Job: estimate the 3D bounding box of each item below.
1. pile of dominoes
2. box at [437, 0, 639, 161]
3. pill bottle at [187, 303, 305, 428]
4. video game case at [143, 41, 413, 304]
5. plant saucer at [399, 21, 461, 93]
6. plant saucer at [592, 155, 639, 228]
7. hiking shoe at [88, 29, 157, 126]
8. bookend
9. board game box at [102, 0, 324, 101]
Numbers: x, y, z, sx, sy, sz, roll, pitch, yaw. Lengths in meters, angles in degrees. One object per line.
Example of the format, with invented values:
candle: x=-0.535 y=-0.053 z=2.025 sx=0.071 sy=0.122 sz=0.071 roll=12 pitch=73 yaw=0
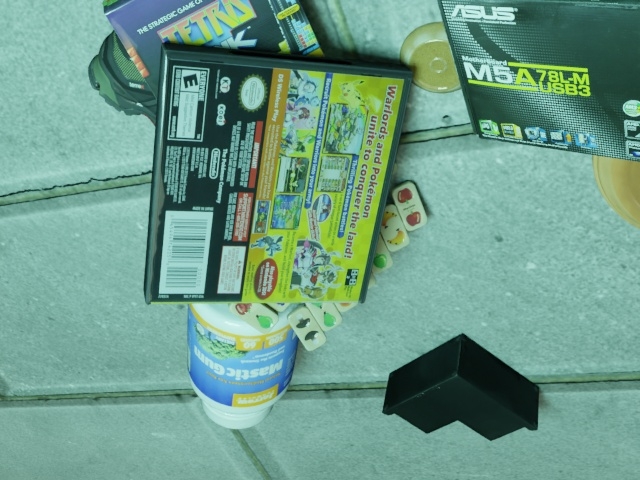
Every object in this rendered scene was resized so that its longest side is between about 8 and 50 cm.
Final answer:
pile of dominoes: x=0.000 y=0.000 z=0.937 sx=0.196 sy=0.040 sz=0.251 roll=37 pitch=100 yaw=-22
box: x=0.216 y=-0.157 z=0.746 sx=0.191 sy=0.045 sz=0.184 roll=14 pitch=152 yaw=32
pill bottle: x=-0.107 y=0.142 z=1.122 sx=0.152 sy=0.152 sz=0.272 roll=13 pitch=135 yaw=4
video game case: x=-0.049 y=-0.057 z=0.849 sx=0.248 sy=0.035 sz=0.275 roll=1 pitch=117 yaw=-18
plant saucer: x=0.121 y=-0.181 z=0.830 sx=0.083 sy=0.015 sz=0.083 roll=8 pitch=135 yaw=9
plant saucer: x=0.375 y=-0.075 z=0.819 sx=0.200 sy=0.037 sz=0.200 roll=13 pitch=130 yaw=16
hiking shoe: x=-0.136 y=-0.157 z=0.882 sx=0.227 sy=0.086 sz=0.114 roll=29 pitch=136 yaw=-13
bookend: x=0.201 y=0.229 z=1.171 sx=0.157 sy=0.072 sz=0.156 roll=34 pitch=134 yaw=-18
board game box: x=-0.101 y=-0.205 z=0.796 sx=0.170 sy=0.048 sz=0.141 roll=-28 pitch=126 yaw=1
